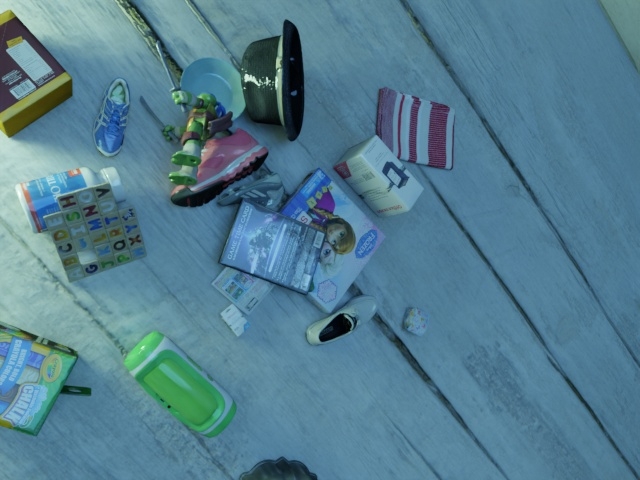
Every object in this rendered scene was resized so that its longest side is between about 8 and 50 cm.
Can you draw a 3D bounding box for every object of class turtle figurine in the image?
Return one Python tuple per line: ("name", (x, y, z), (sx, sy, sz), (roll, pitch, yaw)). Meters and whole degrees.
("turtle figurine", (-0.373, -0.294, 1.287), (0.274, 0.197, 0.266), (29, 49, -44))

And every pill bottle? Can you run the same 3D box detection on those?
("pill bottle", (-0.600, -0.108, 1.216), (0.221, 0.124, 0.124), (-23, 95, -27))

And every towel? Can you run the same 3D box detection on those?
("towel", (0.342, -0.389, 1.762), (0.329, 0.037, 0.237), (8, 82, -26))

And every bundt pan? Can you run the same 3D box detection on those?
("bundt pan", (-0.107, 0.783, 1.374), (0.330, 0.124, 0.331), (3, 84, -27))

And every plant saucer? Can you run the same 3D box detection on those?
("plant saucer", (-0.308, -0.426, 1.440), (0.195, 0.037, 0.195), (3, 83, -27))

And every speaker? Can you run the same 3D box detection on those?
("speaker", (-0.356, 0.372, 1.289), (0.296, 0.131, 0.131), (48, 67, -15))

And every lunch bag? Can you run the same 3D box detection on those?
("lunch bag", (0.318, 0.272, 1.676), (0.071, 0.053, 0.083), (27, 64, -24))

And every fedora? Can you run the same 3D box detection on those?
("fedora", (-0.139, -0.454, 1.442), (0.152, 0.334, 0.334), (1, 83, 8))

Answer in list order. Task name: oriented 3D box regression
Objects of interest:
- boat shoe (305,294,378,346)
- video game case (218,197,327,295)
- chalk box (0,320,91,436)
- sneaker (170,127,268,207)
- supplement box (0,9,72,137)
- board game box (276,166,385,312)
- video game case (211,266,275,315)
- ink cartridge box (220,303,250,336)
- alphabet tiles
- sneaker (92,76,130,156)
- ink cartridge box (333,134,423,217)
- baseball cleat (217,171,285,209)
("boat shoe", (0.081, 0.244, 1.539), (0.267, 0.088, 0.096), (-20, 94, -26))
("video game case", (-0.129, 0.020, 1.422), (0.274, 0.026, 0.196), (23, 77, -21))
("chalk box", (-0.661, 0.306, 1.113), (0.289, 0.180, 0.179), (30, 73, -20))
("sneaker", (-0.301, -0.207, 1.401), (0.314, 0.116, 0.136), (-37, 85, -27))
("supplement box", (-0.731, -0.386, 1.174), (0.191, 0.129, 0.194), (-46, 105, -22))
("board game box", (0.000, 0.000, 1.534), (0.318, 0.066, 0.319), (44, 70, -16))
("video game case", (-0.208, 0.111, 1.434), (0.143, 0.019, 0.157), (44, 79, -16))
("ink cartridge box", (-0.243, 0.223, 1.413), (0.048, 0.028, 0.083), (-40, 103, -24))
("alphabet tiles", (-0.545, -0.023, 1.222), (0.198, 0.009, 0.237), (-21, 131, -26))
("sneaker", (-0.538, -0.322, 1.291), (0.080, 0.081, 0.211), (7, 83, -27))
("ink cartridge box", (0.183, -0.196, 1.587), (0.237, 0.172, 0.100), (45, 68, -16))
("baseball cleat", (-0.191, -0.123, 1.451), (0.206, 0.072, 0.109), (-28, 104, -22))
